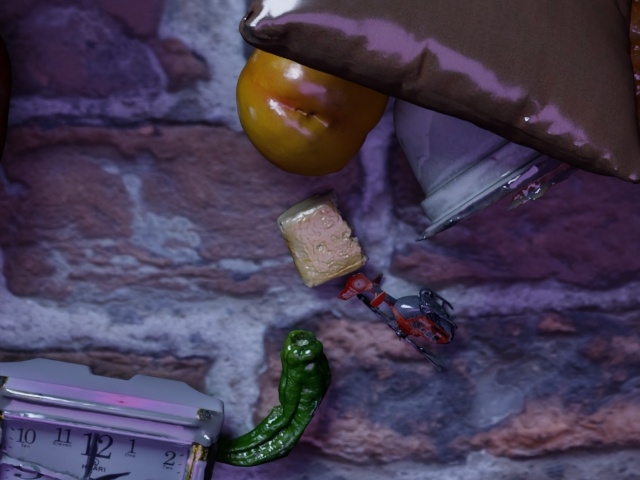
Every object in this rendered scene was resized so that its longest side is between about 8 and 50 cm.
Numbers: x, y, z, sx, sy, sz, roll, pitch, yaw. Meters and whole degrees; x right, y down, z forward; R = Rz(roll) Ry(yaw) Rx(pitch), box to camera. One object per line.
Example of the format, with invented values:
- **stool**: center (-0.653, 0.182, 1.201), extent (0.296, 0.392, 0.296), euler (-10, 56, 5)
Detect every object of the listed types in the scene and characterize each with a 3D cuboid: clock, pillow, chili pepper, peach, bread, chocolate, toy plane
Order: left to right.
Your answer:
- **clock**: center (-0.233, 0.226, 0.950), extent (0.253, 0.083, 0.186), euler (11, 109, -8)
- **chili pepper**: center (-0.043, 0.173, 0.961), extent (0.073, 0.050, 0.182), euler (28, 109, -20)
- **peach**: center (-0.010, -0.124, 0.810), extent (0.138, 0.138, 0.138), euler (-1, 110, -3)
- **bread**: center (0.000, 0.000, 0.906), extent (0.070, 0.035, 0.083), euler (-27, 103, 6)
- **toy plane**: center (0.087, 0.073, 0.937), extent (0.145, 0.037, 0.060), euler (34, 115, -19)
- **pillow**: center (0.118, -0.209, 0.717), extent (0.305, 0.307, 0.108), euler (20, 146, -8)
- **chocolate**: center (0.146, -0.107, 0.810), extent (0.221, 0.221, 0.147), euler (-27, 93, 7)

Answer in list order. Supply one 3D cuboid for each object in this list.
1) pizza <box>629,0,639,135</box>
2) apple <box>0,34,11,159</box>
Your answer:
- **pizza**: center (0.335, -0.151, 0.855), extent (0.292, 0.058, 0.197), euler (25, 107, -12)
- **apple**: center (-0.369, -0.124, 0.750), extent (0.234, 0.234, 0.234), euler (-1, 110, -3)
